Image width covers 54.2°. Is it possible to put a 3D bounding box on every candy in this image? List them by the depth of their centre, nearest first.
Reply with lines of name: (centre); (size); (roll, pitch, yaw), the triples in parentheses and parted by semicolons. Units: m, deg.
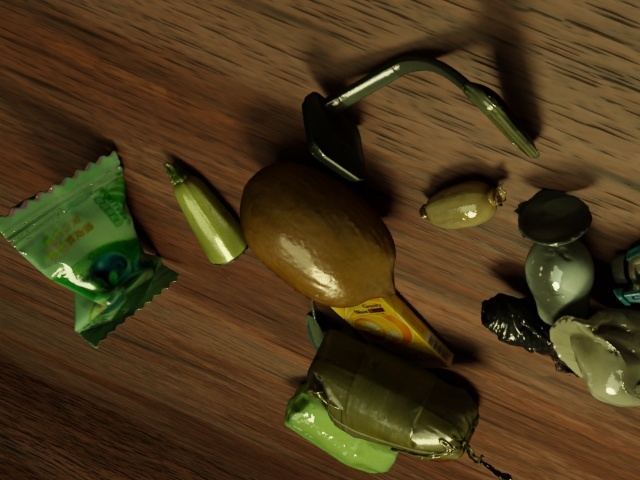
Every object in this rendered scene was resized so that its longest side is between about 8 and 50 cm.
candy: (-0.458, 0.017, 1.280); (0.172, 0.263, 0.398); (27, 149, 21)
candy: (0.060, 0.530, 1.754); (0.343, 0.142, 0.132); (34, 137, -14)

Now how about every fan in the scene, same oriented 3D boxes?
fan: (-0.010, 0.197, 1.416); (0.113, 0.005, 0.175); (42, 148, 51)

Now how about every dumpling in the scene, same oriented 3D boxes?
dumpling: (0.448, 0.186, 0.942); (0.247, 0.142, 0.172); (31, 154, -9)

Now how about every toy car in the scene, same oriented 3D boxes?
toy car: (0.497, 0.079, 0.888); (0.126, 0.098, 0.161); (-14, 129, 46)

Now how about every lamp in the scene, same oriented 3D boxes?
lamp: (0.135, -0.151, 0.828); (0.283, 0.125, 0.203); (-9, 154, 37)

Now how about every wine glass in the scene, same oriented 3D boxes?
wine glass: (0.350, 0.036, 0.925); (0.103, 0.103, 0.222); (4, 141, 28)

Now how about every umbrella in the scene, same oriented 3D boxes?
umbrella: (0.420, 0.173, 1.063); (0.325, 0.094, 0.090); (23, 164, -14)

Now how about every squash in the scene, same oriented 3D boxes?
squash: (-0.230, -0.060, 1.199); (0.094, 0.094, 0.224); (-5, 129, 38)

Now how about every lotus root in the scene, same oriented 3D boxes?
lotus root: (0.213, -0.051, 0.928); (0.150, 0.062, 0.073); (-15, 130, 46)

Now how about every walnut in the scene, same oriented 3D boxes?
walnut: (0.000, 0.000, 1.006); (0.298, 0.203, 0.203); (43, 145, -3)

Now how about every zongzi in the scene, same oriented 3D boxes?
zongzi: (0.196, 0.398, 1.354); (0.446, 0.181, 0.418); (23, 150, 21)

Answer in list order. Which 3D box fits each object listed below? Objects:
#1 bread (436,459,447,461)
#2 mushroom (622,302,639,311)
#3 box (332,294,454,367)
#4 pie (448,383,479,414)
bread: (0.284, 0.508, 1.569); (0.139, 0.095, 0.269); (6, 166, 19)
mushroom: (0.520, 0.156, 1.007); (0.088, 0.073, 0.130); (-29, 137, 3)
box: (0.144, 0.181, 1.304); (0.152, 0.043, 0.269); (-13, 131, 45)
pie: (0.252, 0.384, 1.473); (0.247, 0.090, 0.201); (6, 145, 32)
